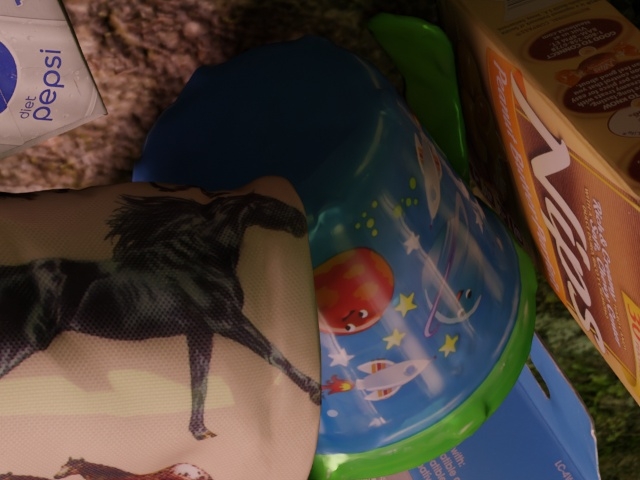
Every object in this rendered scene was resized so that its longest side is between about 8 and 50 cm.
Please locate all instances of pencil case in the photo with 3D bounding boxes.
[{"bbox_3d":[-0.189,0.062,0.642,0.410,0.160,0.183,-4,153,-18],"label":"pencil case"}]

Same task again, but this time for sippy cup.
[{"bbox_3d":[0.000,0.000,0.890,0.240,0.305,0.224,-20,139,9],"label":"sippy cup"}]

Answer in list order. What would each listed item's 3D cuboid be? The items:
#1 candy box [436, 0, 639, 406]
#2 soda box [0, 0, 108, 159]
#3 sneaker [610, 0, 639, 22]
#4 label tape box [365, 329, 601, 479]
[{"bbox_3d":[0.178,-0.044,0.895,0.087,0.316,0.183,-20,128,-6],"label":"candy box"},{"bbox_3d":[-0.191,-0.147,0.694,0.091,0.286,0.098,-24,130,-7],"label":"soda box"},{"bbox_3d":[0.184,-0.302,0.856,0.146,0.134,0.343,-55,127,-35],"label":"sneaker"},{"bbox_3d":[0.110,0.203,1.088,0.115,0.249,0.348,-14,128,-12],"label":"label tape box"}]
